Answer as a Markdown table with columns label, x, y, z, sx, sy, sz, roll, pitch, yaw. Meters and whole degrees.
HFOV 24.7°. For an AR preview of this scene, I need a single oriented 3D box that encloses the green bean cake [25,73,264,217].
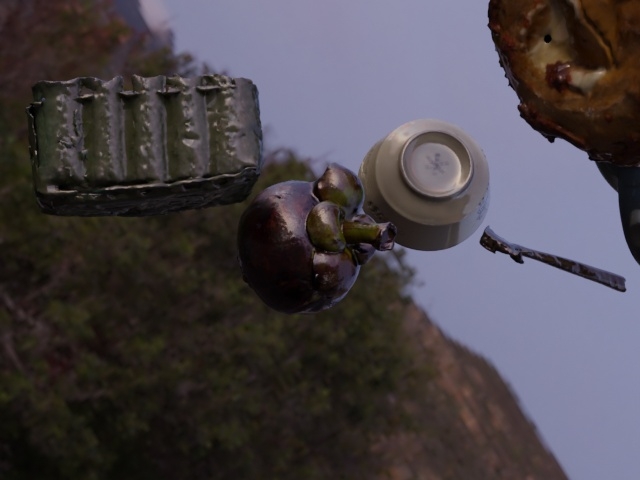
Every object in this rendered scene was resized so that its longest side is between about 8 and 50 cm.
| label | x | y | z | sx | sy | sz | roll | pitch | yaw |
| --- | --- | --- | --- | --- | --- | --- | --- | --- | --- |
| green bean cake | -0.187 | -0.092 | 1.553 | 0.255 | 0.241 | 0.132 | 142 | -58 | -78 |

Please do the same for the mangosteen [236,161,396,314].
| label | x | y | z | sx | sy | sz | roll | pitch | yaw |
| --- | --- | --- | --- | --- | --- | --- | --- | --- | --- |
| mangosteen | -0.011 | -0.001 | 1.715 | 0.172 | 0.184 | 0.172 | 46 | 11 | -11 |

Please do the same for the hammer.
| label | x | y | z | sx | sy | sz | roll | pitch | yaw |
| --- | --- | --- | --- | --- | --- | --- | --- | --- | --- |
| hammer | 0.354 | 0.035 | 2.158 | 0.297 | 0.027 | 0.125 | 16 | 15 | -36 |

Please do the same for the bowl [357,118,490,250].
| label | x | y | z | sx | sy | sz | roll | pitch | yaw |
| --- | --- | --- | --- | --- | --- | --- | --- | --- | --- |
| bowl | 0.188 | -0.109 | 2.502 | 0.237 | 0.238 | 0.126 | 59 | -15 | 12 |

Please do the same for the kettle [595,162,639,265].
| label | x | y | z | sx | sy | sz | roll | pitch | yaw |
| --- | --- | --- | --- | --- | --- | --- | --- | --- | --- |
| kettle | 0.496 | -0.114 | 2.061 | 0.342 | 0.247 | 0.319 | -6 | 95 | -61 |

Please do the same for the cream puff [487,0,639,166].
| label | x | y | z | sx | sy | sz | roll | pitch | yaw |
| --- | --- | --- | --- | --- | --- | --- | --- | --- | --- |
| cream puff | 0.362 | -0.257 | 1.773 | 0.350 | 0.229 | 0.350 | 24 | -55 | 39 |
